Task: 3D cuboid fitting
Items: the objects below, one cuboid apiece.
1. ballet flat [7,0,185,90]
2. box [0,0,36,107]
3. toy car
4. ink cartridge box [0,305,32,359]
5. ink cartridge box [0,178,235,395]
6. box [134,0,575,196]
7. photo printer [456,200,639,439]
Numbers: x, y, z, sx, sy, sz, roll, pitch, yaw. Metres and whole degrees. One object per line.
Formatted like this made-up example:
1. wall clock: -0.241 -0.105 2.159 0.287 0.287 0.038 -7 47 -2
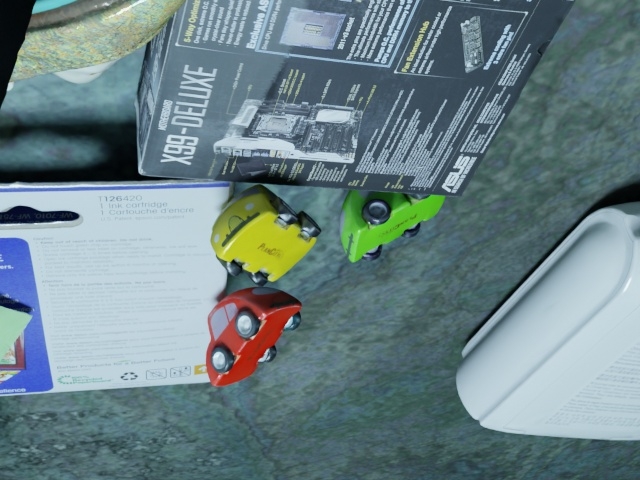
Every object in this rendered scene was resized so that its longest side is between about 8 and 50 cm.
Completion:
1. ballet flat: -0.183 -0.125 0.597 0.348 0.123 0.123 -9 147 20
2. box: -0.434 -0.110 0.329 0.479 0.297 0.472 -21 129 16
3. toy car: 0.000 0.000 0.843 0.225 0.053 0.239 -29 155 -23
4. ink cartridge box: -0.339 0.099 0.767 0.235 0.056 0.171 27 105 -44
5. ink cartridge box: -0.226 0.028 0.866 0.303 0.072 0.307 -1 143 -9
6. box: 0.027 -0.153 0.661 0.242 0.077 0.307 3 143 -17
7. photo printer: 0.310 0.079 1.031 0.256 0.107 0.307 7 141 -23
